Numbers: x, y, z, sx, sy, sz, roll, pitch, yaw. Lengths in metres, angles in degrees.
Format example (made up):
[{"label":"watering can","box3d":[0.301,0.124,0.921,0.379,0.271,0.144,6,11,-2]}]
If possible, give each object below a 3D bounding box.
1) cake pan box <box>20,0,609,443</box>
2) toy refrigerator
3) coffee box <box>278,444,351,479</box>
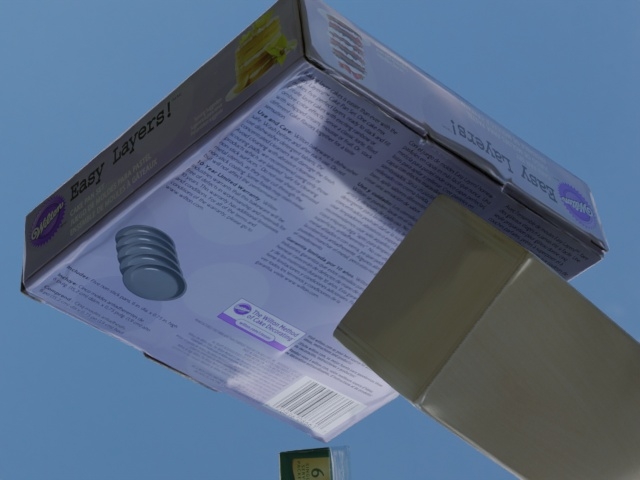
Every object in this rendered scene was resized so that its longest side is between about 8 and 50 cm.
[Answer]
[{"label":"cake pan box","box3d":[0.000,0.000,1.130,0.246,0.267,0.070,-37,-140,32]},{"label":"toy refrigerator","box3d":[0.135,0.088,1.092,0.102,0.269,0.094,-53,-139,1]},{"label":"coffee box","box3d":[-0.001,0.208,1.406,0.040,0.184,0.113,-3,-95,5]}]
